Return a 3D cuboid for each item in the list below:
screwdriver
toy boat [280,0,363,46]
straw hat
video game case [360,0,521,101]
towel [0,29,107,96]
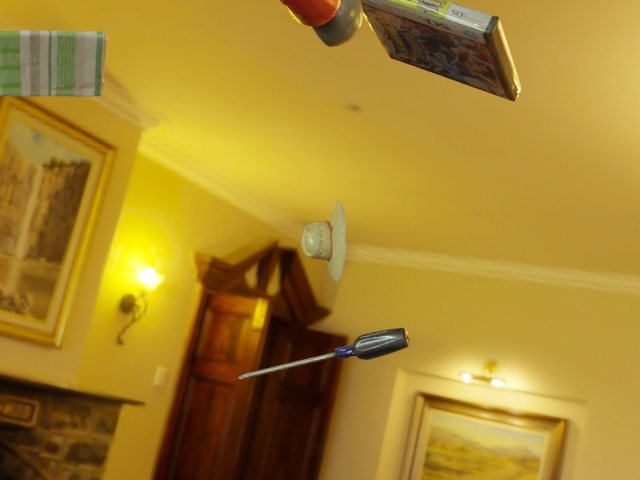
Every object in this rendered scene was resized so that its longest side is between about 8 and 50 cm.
[{"bbox_3d":[0.002,0.107,0.918,0.169,0.025,0.024,-12,-48,18],"label":"screwdriver"},{"bbox_3d":[0.027,-0.366,1.005,0.267,0.318,0.148,15,0,22],"label":"toy boat"},{"bbox_3d":[0.000,0.000,1.675,0.061,0.145,0.144,2,-9,-11],"label":"straw hat"},{"bbox_3d":[0.193,-0.327,1.607,0.248,0.035,0.275,24,-6,23],"label":"video game case"},{"bbox_3d":[-0.393,-0.261,1.438,0.151,0.023,0.113,-2,-47,-20],"label":"towel"}]
